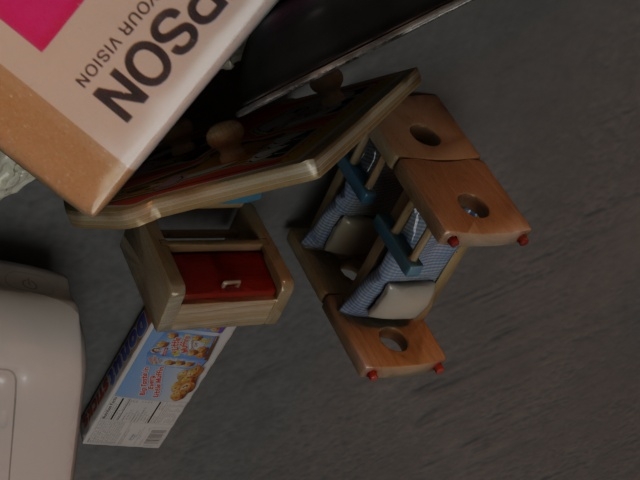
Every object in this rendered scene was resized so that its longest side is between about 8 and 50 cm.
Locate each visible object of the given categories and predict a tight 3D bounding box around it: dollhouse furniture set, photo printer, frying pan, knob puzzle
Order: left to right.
[{"bbox_3d":[-0.283,0.142,0.747,0.256,0.107,0.307,-4,128,-23],"label":"photo printer"},{"bbox_3d":[-0.060,-0.054,0.632,0.213,0.213,0.030,-20,106,-2],"label":"knob puzzle"},{"bbox_3d":[0.000,0.000,0.704,0.184,0.129,0.129,-2,135,-32],"label":"dollhouse furniture set"},{"bbox_3d":[0.098,-0.140,0.555,0.326,0.197,0.053,-30,98,-20],"label":"frying pan"}]

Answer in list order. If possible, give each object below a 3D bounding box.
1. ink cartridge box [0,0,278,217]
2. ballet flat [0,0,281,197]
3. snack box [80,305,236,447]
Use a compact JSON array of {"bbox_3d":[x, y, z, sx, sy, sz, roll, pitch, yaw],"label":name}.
[{"bbox_3d":[-0.087,-0.159,0.453,0.193,0.088,0.234,39,98,-12],"label":"ink cartridge box"},{"bbox_3d":[-0.182,-0.053,0.591,0.409,0.147,0.147,-29,138,6],"label":"ballet flat"},{"bbox_3d":[-0.113,0.088,0.846,0.064,0.022,0.178,11,129,-31],"label":"snack box"}]
